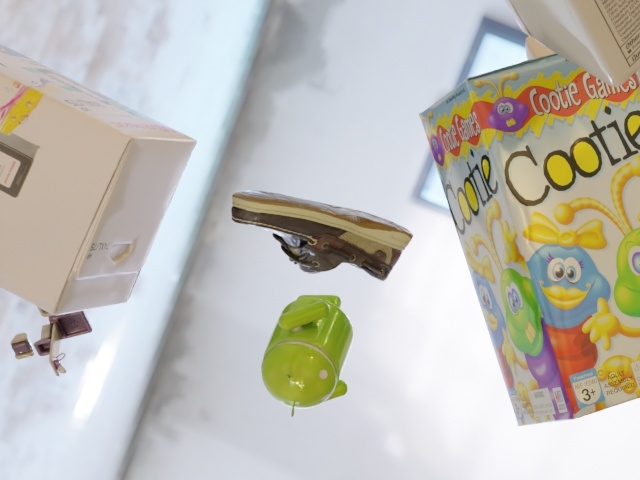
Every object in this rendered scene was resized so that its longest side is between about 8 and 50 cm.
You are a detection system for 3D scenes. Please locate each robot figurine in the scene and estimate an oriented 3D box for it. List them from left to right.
[{"bbox_3d":[-0.012,0.094,1.630,0.115,0.067,0.101,-67,154,-50],"label":"robot figurine"}]

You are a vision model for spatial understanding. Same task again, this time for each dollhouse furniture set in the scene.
[{"bbox_3d":[-0.312,0.094,2.108,0.081,0.091,0.114,-93,167,-51],"label":"dollhouse furniture set"}]

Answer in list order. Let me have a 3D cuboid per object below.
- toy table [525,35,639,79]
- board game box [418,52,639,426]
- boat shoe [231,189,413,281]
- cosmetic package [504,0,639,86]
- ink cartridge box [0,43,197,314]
[{"bbox_3d":[0.317,-0.151,1.973,0.252,0.161,0.274,-111,-169,-67],"label":"toy table"},{"bbox_3d":[0.200,-0.003,1.558,0.144,0.142,0.275,147,-73,-75],"label":"board game box"},{"bbox_3d":[0.000,0.000,1.964,0.080,0.224,0.073,22,-82,49],"label":"boat shoe"},{"bbox_3d":[0.165,-0.264,1.283,0.160,0.113,0.309,-45,136,-7],"label":"cosmetic package"},{"bbox_3d":[-0.306,-0.071,1.973,0.197,0.270,0.198,-66,167,8],"label":"ink cartridge box"}]
